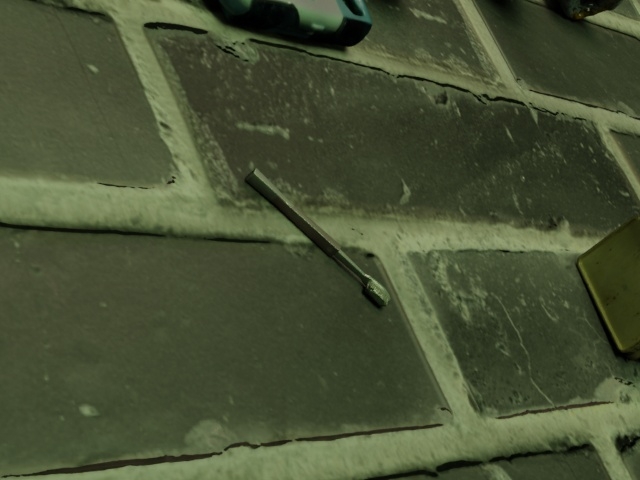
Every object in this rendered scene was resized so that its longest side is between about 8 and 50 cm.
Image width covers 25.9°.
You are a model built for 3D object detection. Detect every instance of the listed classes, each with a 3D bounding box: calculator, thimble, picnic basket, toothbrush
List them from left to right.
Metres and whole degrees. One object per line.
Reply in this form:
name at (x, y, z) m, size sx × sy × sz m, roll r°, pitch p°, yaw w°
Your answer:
calculator at (-0.048, -0.305, 1.592) m, size 0.293 × 0.051 × 0.173 m, roll 2°, pitch 56°, yaw -52°
toothbrush at (0.000, -0.001, 1.379) m, size 0.194 × 0.014 × 0.017 m, roll 44°, pitch 32°, yaw -14°
thimble at (0.441, -0.449, 2.295) m, size 0.127 × 0.151 × 0.118 m, roll -14°, pitch 67°, yaw -13°
picnic basket at (0.412, 0.062, 1.765) m, size 0.079 × 0.115 × 0.164 m, roll 15°, pitch 46°, yaw -44°
